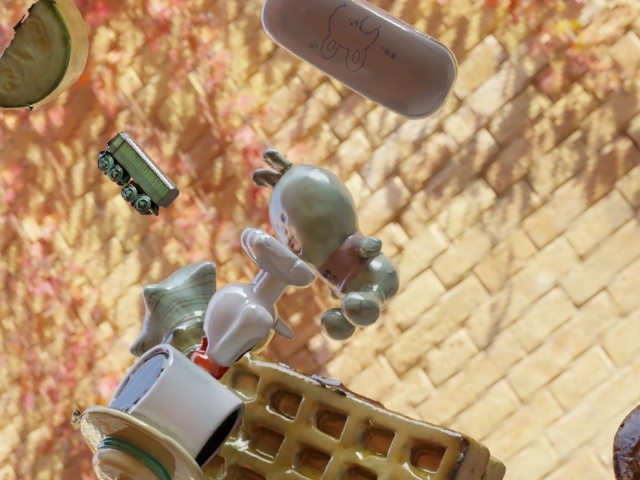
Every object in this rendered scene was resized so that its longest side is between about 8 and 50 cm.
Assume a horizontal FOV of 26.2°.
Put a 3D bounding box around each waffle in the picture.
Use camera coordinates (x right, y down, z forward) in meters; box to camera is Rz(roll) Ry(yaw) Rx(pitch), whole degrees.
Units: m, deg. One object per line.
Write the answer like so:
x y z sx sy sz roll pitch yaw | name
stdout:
-0.003 0.248 1.367 0.098 0.327 0.224 45 -112 -50 | waffle

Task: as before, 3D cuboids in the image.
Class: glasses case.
0.040 -0.212 1.489 0.092 0.233 0.059 -62 -16 19 | glasses case

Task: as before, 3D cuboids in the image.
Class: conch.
-0.154 0.086 1.523 0.114 0.234 0.137 -3 -42 -23 | conch

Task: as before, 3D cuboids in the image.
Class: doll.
0.012 -0.001 1.760 0.113 0.275 0.155 -17 -24 -28 | doll
-0.117 0.117 1.315 0.271 0.144 0.208 -52 9 11 | doll

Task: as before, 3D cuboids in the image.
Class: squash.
-0.424 -0.279 2.124 0.203 0.111 0.289 -55 10 2 | squash

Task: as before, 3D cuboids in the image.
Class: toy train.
-0.272 -0.094 2.028 0.071 0.148 0.038 -42 -26 -1 | toy train

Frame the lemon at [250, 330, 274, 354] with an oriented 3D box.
-0.098 0.107 1.783 0.082 0.082 0.111 -18 -42 -33 | lemon

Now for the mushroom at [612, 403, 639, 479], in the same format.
0.298 0.185 1.120 0.085 0.126 0.109 -25 -59 -56 | mushroom
